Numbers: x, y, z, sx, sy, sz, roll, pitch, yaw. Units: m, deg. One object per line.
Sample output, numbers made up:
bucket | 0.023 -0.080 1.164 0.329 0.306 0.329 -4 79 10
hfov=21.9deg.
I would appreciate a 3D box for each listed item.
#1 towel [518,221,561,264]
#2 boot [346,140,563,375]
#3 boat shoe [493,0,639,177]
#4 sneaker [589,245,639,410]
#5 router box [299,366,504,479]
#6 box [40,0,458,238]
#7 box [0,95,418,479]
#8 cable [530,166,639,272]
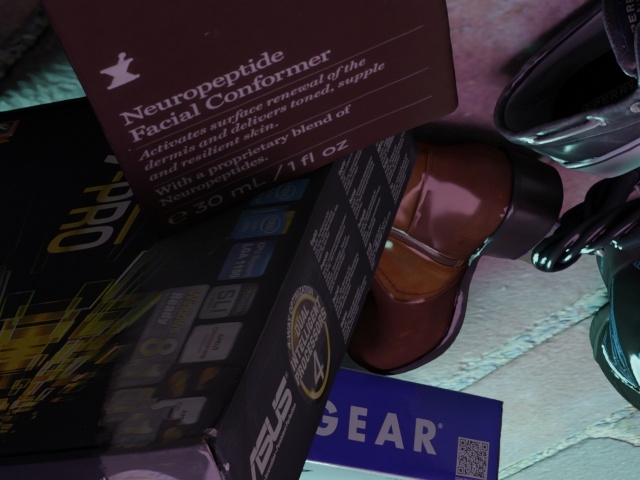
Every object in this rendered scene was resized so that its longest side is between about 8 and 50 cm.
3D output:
towel | 0.166 -0.006 1.342 0.083 0.009 0.060 23 139 -40
boot | 0.000 0.000 1.243 0.280 0.096 0.264 13 146 -27
boat shoe | 0.225 -0.134 1.044 0.102 0.108 0.301 13 153 -30
sneaker | 0.297 0.104 1.423 0.125 0.139 0.341 -13 150 11
router box | -0.065 0.161 1.434 0.335 0.082 0.301 14 164 -28
box | -0.054 -0.173 0.775 0.191 0.143 0.381 -24 150 -3
box | -0.135 0.037 0.963 0.318 0.395 0.097 -6 122 21
cable | 0.227 -0.030 1.172 0.150 0.184 0.047 -35 94 39
